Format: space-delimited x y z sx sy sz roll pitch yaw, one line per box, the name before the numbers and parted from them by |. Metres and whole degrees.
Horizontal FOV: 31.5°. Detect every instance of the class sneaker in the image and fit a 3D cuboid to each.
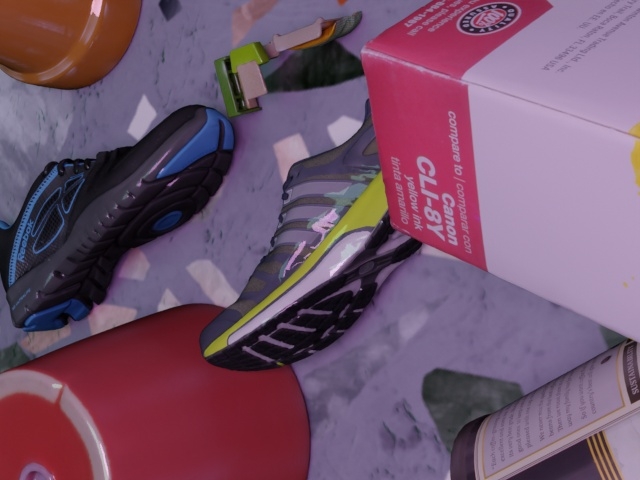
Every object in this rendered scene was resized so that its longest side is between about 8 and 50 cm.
sneaker | -0.230 -0.044 1.159 0.341 0.125 0.139 -38 70 26
sneaker | 0.000 0.000 1.020 0.300 0.111 0.121 -43 56 7

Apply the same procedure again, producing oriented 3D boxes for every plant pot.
plant pot | -0.323 -0.267 1.174 0.205 0.188 0.205 1 92 32
plant pot | -0.184 0.203 1.065 0.275 0.243 0.274 1 92 32

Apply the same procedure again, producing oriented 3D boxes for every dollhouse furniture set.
dollhouse furniture set | -0.030 -0.163 1.063 0.152 0.076 0.058 -14 96 34

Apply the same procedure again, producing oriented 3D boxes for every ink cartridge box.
ink cartridge box | 0.263 -0.068 0.700 0.385 0.279 0.160 27 140 40

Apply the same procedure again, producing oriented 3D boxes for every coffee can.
coffee can | 0.260 0.158 0.803 0.275 0.202 0.201 -36 73 28
